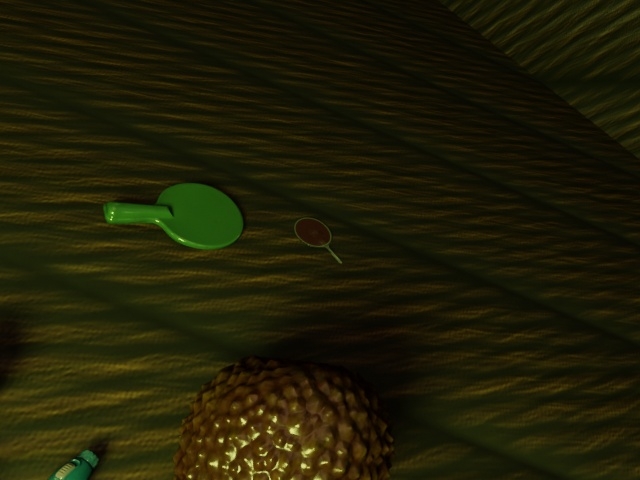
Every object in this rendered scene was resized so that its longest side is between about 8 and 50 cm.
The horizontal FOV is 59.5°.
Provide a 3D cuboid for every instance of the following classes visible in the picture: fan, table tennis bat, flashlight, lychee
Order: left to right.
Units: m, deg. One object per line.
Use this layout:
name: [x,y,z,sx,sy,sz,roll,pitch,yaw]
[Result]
flashlight: [-0.315,0.305,0.659,0.051,0.051,0.129,32,37,5]
table tennis bat: [-0.264,-0.047,1.028,0.256,0.039,0.161,1,49,-33]
lychee: [-0.045,0.272,0.685,0.267,0.268,0.268,14,44,-14]
fan: [0.000,0.000,1.135,0.085,0.005,0.133,-23,61,-41]
